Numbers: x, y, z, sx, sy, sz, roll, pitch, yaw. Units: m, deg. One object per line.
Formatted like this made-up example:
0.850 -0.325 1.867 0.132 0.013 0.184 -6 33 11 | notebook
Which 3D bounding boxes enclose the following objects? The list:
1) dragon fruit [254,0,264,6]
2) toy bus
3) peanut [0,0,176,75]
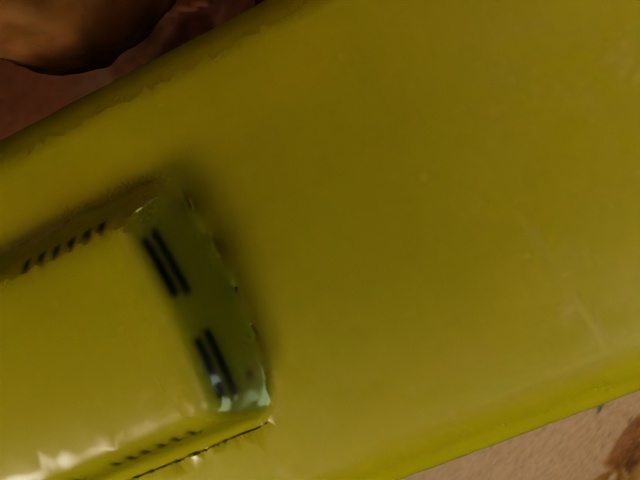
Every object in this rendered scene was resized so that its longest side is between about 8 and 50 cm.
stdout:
0.010 -0.054 0.573 0.096 0.147 0.102 19 112 -12 | dragon fruit
0.000 0.000 0.453 0.262 0.128 0.150 -24 -179 24 | toy bus
-0.087 -0.120 0.412 0.089 0.089 0.193 -37 138 -22 | peanut
